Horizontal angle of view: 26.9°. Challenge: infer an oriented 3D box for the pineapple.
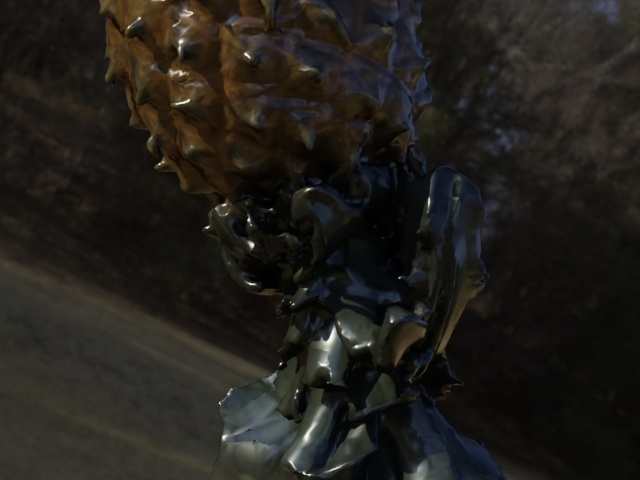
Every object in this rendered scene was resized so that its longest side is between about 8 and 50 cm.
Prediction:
[{"bbox_3d":[0.000,0.000,0.459,0.111,0.237,0.119,-14,-6,-25],"label":"pineapple"}]
